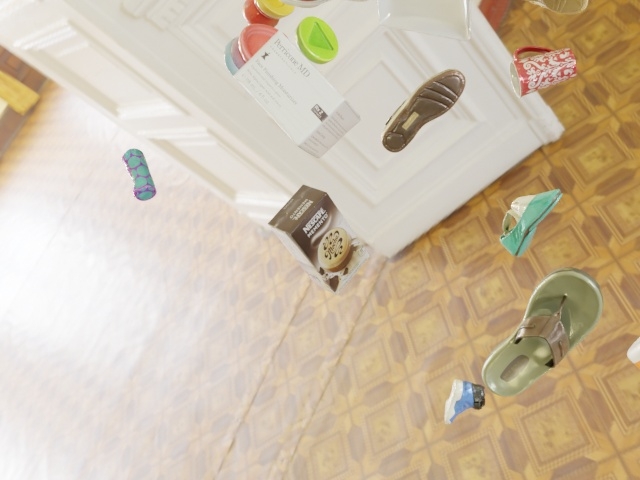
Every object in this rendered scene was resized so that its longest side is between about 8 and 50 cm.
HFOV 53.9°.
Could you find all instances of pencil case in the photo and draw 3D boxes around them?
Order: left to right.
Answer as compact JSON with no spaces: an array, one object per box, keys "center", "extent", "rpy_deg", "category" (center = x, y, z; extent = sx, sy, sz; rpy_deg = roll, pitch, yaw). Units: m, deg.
[{"center":[-0.523,-0.189,1.808],"extent":[0.064,0.070,0.151],"rpy_deg":[-53,55,42],"category":"pencil case"}]

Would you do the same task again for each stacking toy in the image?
[{"center":[-0.110,-0.504,1.661],"extent":[0.130,0.280,0.308],"rpy_deg":[-23,45,49],"category":"stacking toy"}]

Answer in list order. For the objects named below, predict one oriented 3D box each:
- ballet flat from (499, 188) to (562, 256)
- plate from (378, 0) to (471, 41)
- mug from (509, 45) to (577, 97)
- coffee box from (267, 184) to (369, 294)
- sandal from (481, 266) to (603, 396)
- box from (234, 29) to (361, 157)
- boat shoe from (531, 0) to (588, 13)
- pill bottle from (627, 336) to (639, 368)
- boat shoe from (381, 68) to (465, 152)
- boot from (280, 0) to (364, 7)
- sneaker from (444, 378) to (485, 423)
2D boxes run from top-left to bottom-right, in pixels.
[{"center":[0.482,-0.052,1.490],"extent":[0.087,0.247,0.083],"rpy_deg":[40,61,19],"category":"ballet flat"},{"center":[0.269,-0.667,1.612],"extent":[0.278,0.277,0.045],"rpy_deg":[21,52,29],"category":"plate"},{"center":[0.659,-0.522,1.877],"extent":[0.169,0.113,0.150],"rpy_deg":[-15,91,9],"category":"mug"},{"center":[0.000,0.000,1.865],"extent":[0.168,0.297,0.119],"rpy_deg":[-49,41,-15],"category":"coffee box"},{"center":[0.399,0.183,1.129],"extent":[0.302,0.120,0.086],"rpy_deg":[-64,-10,27],"category":"sandal"},{"center":[-0.037,-0.265,1.174],"extent":[0.119,0.182,0.181],"rpy_deg":[-43,81,9],"category":"box"},{"center":[0.477,-0.510,1.297],"extent":[0.170,0.059,0.063],"rpy_deg":[35,127,32],"category":"boat shoe"},{"center":[0.525,0.187,0.809],"extent":[0.121,0.121,0.221],"rpy_deg":[-47,69,8],"category":"pill bottle"},{"center":[0.246,-0.335,1.564],"extent":[0.257,0.095,0.095],"rpy_deg":[-40,21,24],"category":"boat shoe"},{"center":[0.027,-0.573,1.320],"extent":[0.176,0.244,0.088],"rpy_deg":[145,114,-74],"category":"boot"},{"center":[0.348,0.393,1.504],"extent":[0.085,0.152,0.058],"rpy_deg":[9,37,3],"category":"sneaker"}]
